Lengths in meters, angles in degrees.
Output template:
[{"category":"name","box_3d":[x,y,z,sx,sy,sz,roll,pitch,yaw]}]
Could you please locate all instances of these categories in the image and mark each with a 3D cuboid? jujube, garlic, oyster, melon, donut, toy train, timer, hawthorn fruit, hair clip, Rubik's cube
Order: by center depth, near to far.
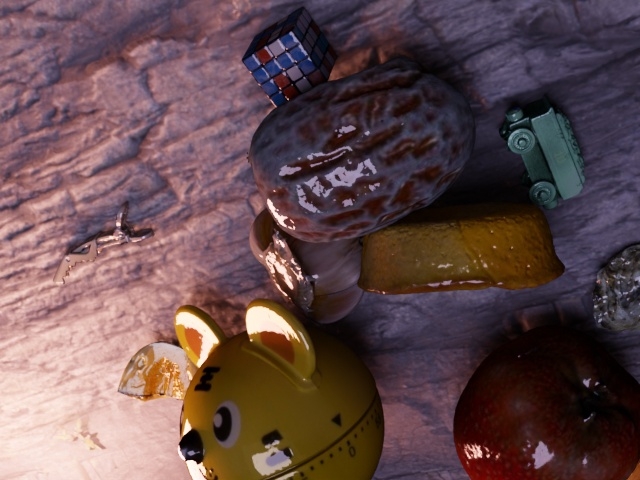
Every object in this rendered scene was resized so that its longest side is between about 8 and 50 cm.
[{"category":"jujube","box_3d":[0.066,-0.126,1.489,0.308,0.246,0.215,-24,91,11]},{"category":"Rubik's cube","box_3d":[-0.043,-0.261,1.529,0.092,0.092,0.092,-27,114,26]},{"category":"donut","box_3d":[0.201,0.009,1.558,0.303,0.303,0.110,-4,96,13]},{"category":"toy train","box_3d":[0.327,-0.127,1.560,0.099,0.070,0.172,-23,116,12]},{"category":"garlic","box_3d":[0.000,0.000,1.631,0.207,0.207,0.257,27,116,-6]},{"category":"oyster","box_3d":[0.495,0.070,1.653,0.125,0.064,0.177,13,118,-12]},{"category":"hawthorn fruit","box_3d":[0.348,0.314,1.727,0.284,0.285,0.369,27,132,-6]},{"category":"timer","box_3d":[-0.085,0.269,1.736,0.376,0.376,0.387,-21,106,22]},{"category":"hair clip","box_3d":[-0.386,0.008,1.806,0.226,0.034,0.072,-26,111,26]},{"category":"melon","box_3d":[-0.271,0.235,1.910,0.160,0.079,0.128,9,103,2]}]

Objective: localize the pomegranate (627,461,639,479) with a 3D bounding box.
[{"category":"pomegranate","box_3d":[0.614,0.468,1.797,0.233,0.233,0.233,5,123,8]}]
